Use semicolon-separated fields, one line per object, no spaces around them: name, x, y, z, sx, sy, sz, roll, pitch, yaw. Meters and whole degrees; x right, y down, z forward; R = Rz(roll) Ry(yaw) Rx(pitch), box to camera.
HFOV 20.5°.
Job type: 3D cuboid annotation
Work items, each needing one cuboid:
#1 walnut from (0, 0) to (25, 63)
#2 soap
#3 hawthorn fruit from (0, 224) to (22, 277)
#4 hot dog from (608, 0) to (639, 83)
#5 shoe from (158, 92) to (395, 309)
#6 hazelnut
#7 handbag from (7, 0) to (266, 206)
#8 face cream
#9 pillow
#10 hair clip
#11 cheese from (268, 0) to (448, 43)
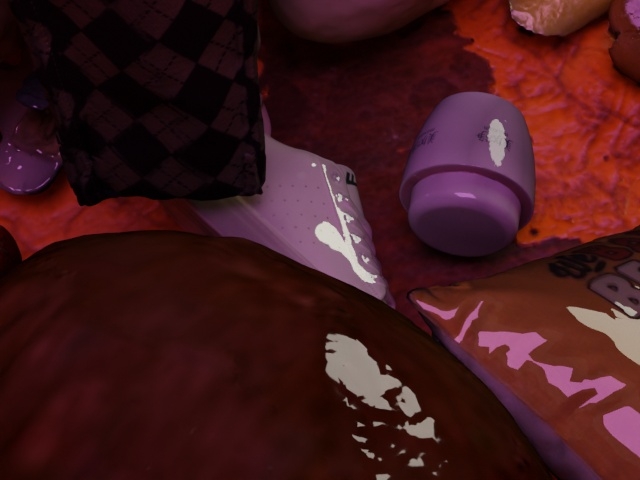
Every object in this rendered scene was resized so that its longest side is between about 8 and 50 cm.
walnut;-0.352;-0.236;1.161;0.381;0.381;0.381;-1;66;2
soap;0.201;-0.207;1.298;0.168;0.033;0.089;-29;64;-10
hawthorn fruit;-0.234;0.020;1.196;0.077;0.077;0.077;-1;66;2
hot dog;0.274;-0.145;1.257;0.140;0.060;0.090;-6;70;7
shoe;0.000;0.000;1.184;0.265;0.095;0.110;41;73;21
hazelnut;-0.061;0.202;0.972;0.421;0.353;0.421;5;104;19
handbag;-0.098;-0.261;1.134;0.180;0.317;0.416;-4;59;3
face cream;0.102;-0.045;1.200;0.091;0.091;0.095;8;60;6
pillow;0.242;0.107;1.060;0.312;0.119;0.310;46;38;21
hair clip;-0.160;-0.144;1.271;0.146;0.075;0.257;21;62;18
cheese;0.046;-0.339;1.296;0.351;0.129;0.328;-36;78;-9
